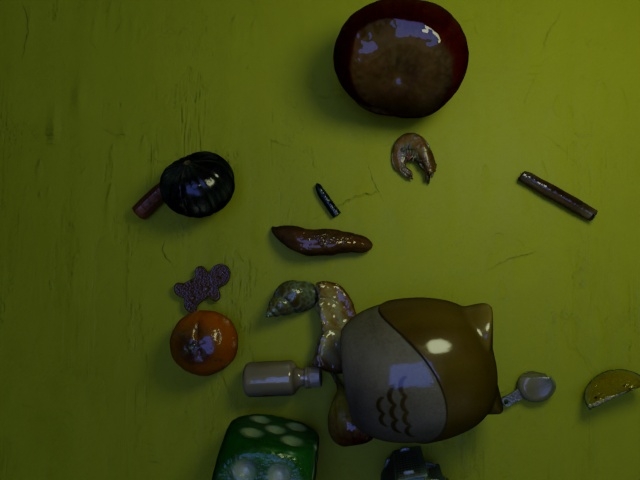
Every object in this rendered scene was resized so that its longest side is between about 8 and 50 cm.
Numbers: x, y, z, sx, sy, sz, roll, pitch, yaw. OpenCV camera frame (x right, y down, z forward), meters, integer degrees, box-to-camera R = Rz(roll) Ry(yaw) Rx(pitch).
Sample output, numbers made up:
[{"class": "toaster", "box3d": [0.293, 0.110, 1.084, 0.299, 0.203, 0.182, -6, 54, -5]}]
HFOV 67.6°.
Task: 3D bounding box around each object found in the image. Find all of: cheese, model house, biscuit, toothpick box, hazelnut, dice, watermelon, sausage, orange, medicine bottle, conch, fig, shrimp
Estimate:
[{"class": "cheese", "box3d": [0.646, 0.464, 1.498, 0.171, 0.047, 0.092, -12, 84, 7]}, {"class": "model house", "box3d": [0.290, 0.763, 1.437, 0.198, 0.224, 0.215, -41, 83, 4]}, {"class": "biscuit", "box3d": [-0.399, 0.156, 1.661, 0.205, 0.031, 0.138, -36, 83, 4]}, {"class": "toothpick box", "box3d": [0.291, 0.362, 1.380, 0.426, 0.409, 0.408, -9, 85, 8]}, {"class": "hazelnut", "box3d": [0.246, -0.557, 1.484, 0.410, 0.359, 0.358, 15, 88, 12]}, {"class": "dice", "box3d": [-0.161, 0.722, 1.462, 0.287, 0.300, 0.296, 8, 87, 6]}, {"class": "watermelon", "box3d": [0.878, 0.439, 1.451, 0.182, 0.092, 0.075, -30, 69, 13]}, {"class": "sausage", "box3d": [-0.584, -0.151, 1.688, 0.169, 0.065, 0.065, -43, 82, 2]}, {"class": "orange", "box3d": [-0.385, 0.337, 1.578, 0.224, 0.170, 0.223, 0, 88, 7]}, {"class": "biscuit", "box3d": [0.053, 0.285, 1.570, 0.154, 0.045, 0.298, 6, 78, -14]}, {"class": "medicine bottle", "box3d": [-0.121, 0.450, 1.565, 0.253, 0.114, 0.114, -5, 86, 7]}, {"class": "conch", "box3d": [-0.091, 0.190, 1.586, 0.173, 0.106, 0.116, 4, 106, -6]}, {"class": "fig", "box3d": [0.075, 0.531, 1.537, 0.159, 0.159, 0.257, -28, 63, 5]}, {"class": "shrimp", "box3d": [0.313, -0.268, 1.594, 0.132, 0.052, 0.187, -34, 77, 23]}]

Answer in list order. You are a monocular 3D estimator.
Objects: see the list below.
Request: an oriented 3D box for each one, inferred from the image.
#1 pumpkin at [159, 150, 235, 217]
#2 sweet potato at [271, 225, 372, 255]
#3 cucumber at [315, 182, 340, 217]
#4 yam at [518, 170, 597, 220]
[{"class": "pumpkin", "box3d": [-0.411, -0.181, 1.606, 0.250, 0.216, 0.249, 1, 56, -1]}, {"class": "sweet potato", "box3d": [-0.006, 0.007, 1.587, 0.355, 0.106, 0.095, 8, 121, 9]}, {"class": "cucumber", "box3d": [0.020, -0.139, 1.625, 0.032, 0.032, 0.133, -34, 84, 4]}, {"class": "yam", "box3d": [0.753, -0.145, 1.523, 0.264, 0.046, 0.046, 33, 91, 7]}]
